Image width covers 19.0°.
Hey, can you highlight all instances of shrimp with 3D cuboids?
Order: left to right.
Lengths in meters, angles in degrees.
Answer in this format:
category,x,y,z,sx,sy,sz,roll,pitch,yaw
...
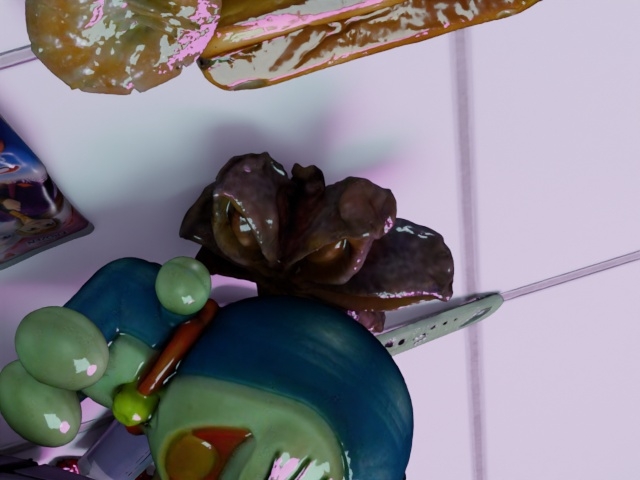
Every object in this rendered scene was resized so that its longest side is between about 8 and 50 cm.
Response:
category,x,y,z,sx,sy,sz,roll,pitch,yaw
shrimp,-0.105,-0.177,1.175,0.115,0.051,0.217,22,122,-18

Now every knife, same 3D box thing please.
category,x,y,z,sx,sy,sz,roll,pitch,yaw
knife,0.031,0.101,1.665,0.293,0.020,0.043,-19,150,-19

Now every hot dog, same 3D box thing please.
category,x,y,z,sx,sy,sz,roll,pitch,yaw
hot dog,0.037,-0.166,1.265,0.269,0.072,0.115,-16,146,-8

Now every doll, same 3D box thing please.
category,x,y,z,sx,sy,sz,roll,pitch,yaw
doll,-0.064,0.117,1.415,0.322,0.186,0.198,32,140,-3

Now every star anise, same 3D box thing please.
category,x,y,z,sx,sy,sz,roll,pitch,yaw
star anise,0.000,-0.003,1.449,0.214,0.099,0.220,10,159,-9

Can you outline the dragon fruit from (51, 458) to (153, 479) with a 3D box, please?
category,x,y,z,sx,sy,sz,roll,pitch,yaw
dragon fruit,-0.203,0.251,1.752,0.131,0.063,0.097,5,140,-33

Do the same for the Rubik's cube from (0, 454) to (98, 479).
category,x,y,z,sx,sy,sz,roll,pitch,yaw
Rubik's cube,-0.287,0.324,1.495,0.305,0.307,0.310,15,174,-42

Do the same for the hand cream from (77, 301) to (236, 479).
category,x,y,z,sx,sy,sz,roll,pitch,yaw
hand cream,-0.121,0.133,1.644,0.079,0.048,0.255,9,134,-44

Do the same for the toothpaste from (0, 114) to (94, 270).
category,x,y,z,sx,sy,sz,roll,pitch,yaw
toothpaste,-0.234,-0.043,1.328,0.096,0.061,0.266,-21,153,0

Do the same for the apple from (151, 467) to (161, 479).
category,x,y,z,sx,sy,sz,roll,pitch,yaw
apple,-0.054,0.234,1.696,0.200,0.200,0.200,-14,147,-9
